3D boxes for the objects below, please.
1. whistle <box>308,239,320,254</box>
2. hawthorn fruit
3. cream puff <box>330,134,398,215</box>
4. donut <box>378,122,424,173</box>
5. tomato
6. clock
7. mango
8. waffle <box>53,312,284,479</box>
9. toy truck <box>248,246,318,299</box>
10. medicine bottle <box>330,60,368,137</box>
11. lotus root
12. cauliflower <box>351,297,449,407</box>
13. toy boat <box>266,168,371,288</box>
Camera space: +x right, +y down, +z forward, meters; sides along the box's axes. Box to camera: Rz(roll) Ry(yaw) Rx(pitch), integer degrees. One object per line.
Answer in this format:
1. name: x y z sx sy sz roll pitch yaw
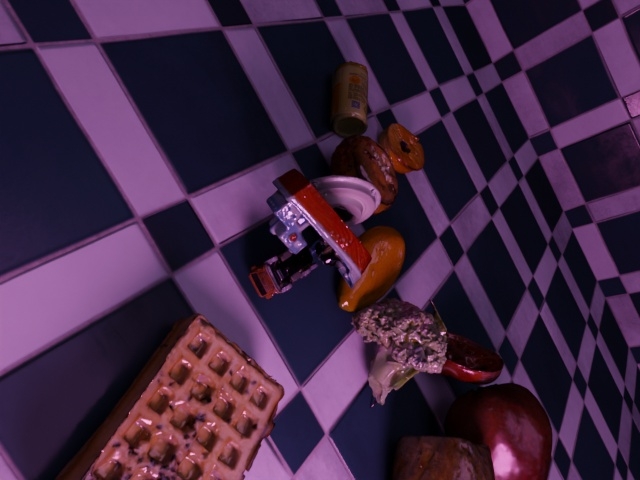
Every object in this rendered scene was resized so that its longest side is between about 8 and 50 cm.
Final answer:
1. whistle: 0.029 0.022 1.219 0.090 0.090 0.158 56 45 -12
2. hawthorn fruit: 0.515 0.564 1.317 0.325 0.308 0.308 49 40 15
3. cream puff: 0.121 -0.181 1.344 0.240 0.164 0.240 41 37 -40
4. donut: 0.277 -0.315 1.623 0.190 0.075 0.174 21 60 -33
5. tomato: 0.429 0.374 1.414 0.228 0.228 0.101 3 109 -45
6. clock: 0.034 -0.078 1.150 0.236 0.236 0.053 21 53 -39
7. mango: 0.140 0.074 1.281 0.317 0.119 0.176 -55 131 -30
8. waffle: -0.242 0.338 0.785 0.261 0.114 0.376 50 45 -19
9. toy truck: -0.084 0.064 1.085 0.192 0.092 0.083 -34 99 -56
10. medicine bottle: 0.091 -0.451 1.460 0.124 0.124 0.239 25 56 -37
11. lotus root: 0.287 0.651 1.103 0.250 0.250 0.346 26 63 -36
12. cauliflower: 0.195 0.288 1.197 0.315 0.256 0.239 -59 140 -10
13. toy boat: 0.000 0.000 1.044 0.332 0.133 0.145 47 1 -35
